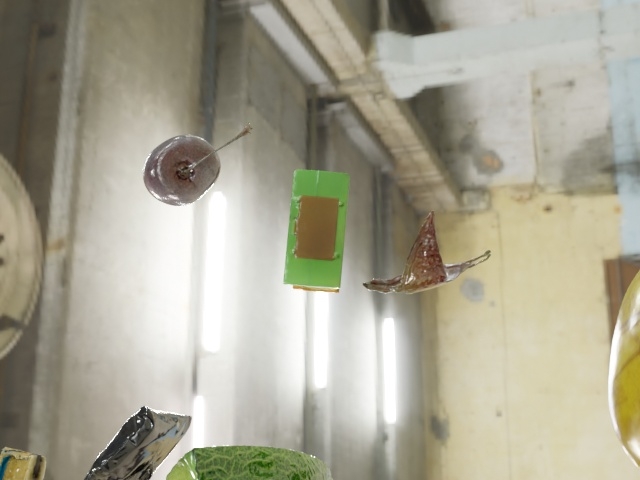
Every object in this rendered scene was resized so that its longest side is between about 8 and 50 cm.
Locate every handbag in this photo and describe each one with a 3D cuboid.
[{"bbox_3d":[-0.364,0.421,1.937,0.211,0.088,0.254,-50,-17,-3],"label":"handbag"}]

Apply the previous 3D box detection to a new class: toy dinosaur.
[{"bbox_3d":[0.182,0.023,1.636,0.327,0.206,0.113,-8,-98,-58],"label":"toy dinosaur"}]

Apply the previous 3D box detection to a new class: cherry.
[{"bbox_3d":[-0.201,-0.127,1.609,0.115,0.188,0.148,49,168,30],"label":"cherry"}]

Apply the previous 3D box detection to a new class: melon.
[{"bbox_3d":[-0.068,0.363,1.314,0.323,0.124,0.196,8,-93,-48],"label":"melon"}]

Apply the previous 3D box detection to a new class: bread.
[{"bbox_3d":[-0.438,0.357,1.406,0.053,0.072,0.106,105,177,-69],"label":"bread"}]

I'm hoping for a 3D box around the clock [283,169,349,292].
[{"bbox_3d":[0.000,0.000,1.921,0.255,0.106,0.220,73,-158,-79],"label":"clock"}]

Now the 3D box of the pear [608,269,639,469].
[{"bbox_3d":[0.365,0.097,0.755,0.280,0.280,0.281,-5,-90,-71],"label":"pear"}]
